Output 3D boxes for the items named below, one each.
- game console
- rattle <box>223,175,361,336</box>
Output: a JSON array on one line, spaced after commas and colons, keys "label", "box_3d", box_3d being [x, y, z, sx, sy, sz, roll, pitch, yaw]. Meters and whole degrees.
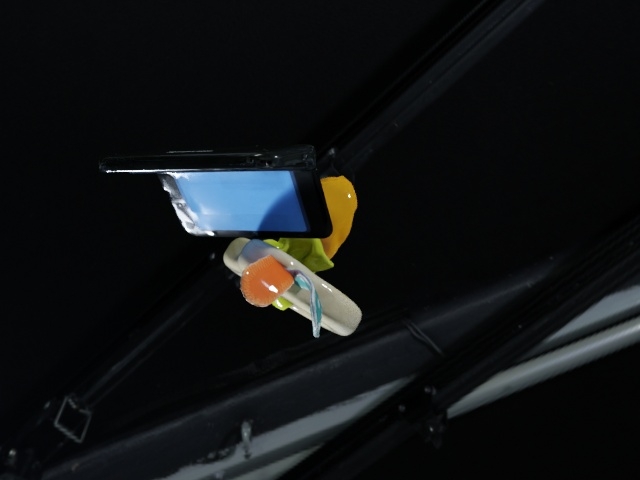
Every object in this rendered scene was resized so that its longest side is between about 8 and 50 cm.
[{"label": "game console", "box_3d": [-0.064, -0.027, 0.422, 0.122, 0.107, 0.071, 1, -78, 18]}, {"label": "rattle", "box_3d": [0.000, 0.000, 0.495, 0.142, 0.200, 0.130, -42, -104, -7]}]
